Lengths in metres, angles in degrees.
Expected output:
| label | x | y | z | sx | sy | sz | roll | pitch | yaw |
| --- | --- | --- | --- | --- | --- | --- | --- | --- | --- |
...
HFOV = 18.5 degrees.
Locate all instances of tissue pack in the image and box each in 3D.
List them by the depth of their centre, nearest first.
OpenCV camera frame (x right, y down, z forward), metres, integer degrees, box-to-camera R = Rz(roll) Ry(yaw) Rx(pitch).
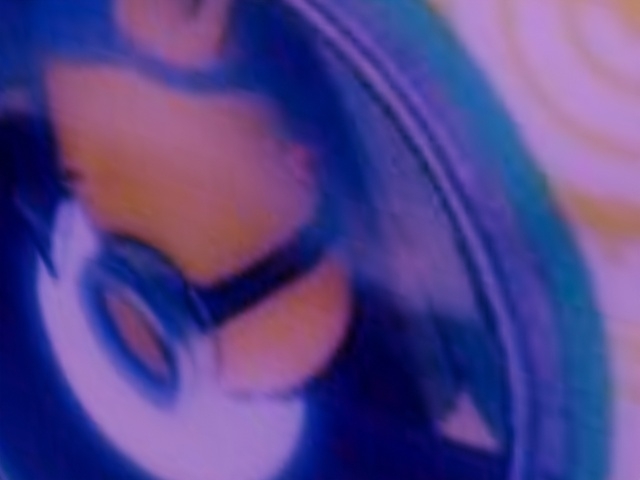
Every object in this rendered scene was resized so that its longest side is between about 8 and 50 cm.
| label | x | y | z | sx | sy | sz | roll | pitch | yaw |
| --- | --- | --- | --- | --- | --- | --- | --- | --- | --- |
| tissue pack | 0.000 | 0.000 | 0.461 | 0.287 | 0.162 | 0.388 | 21 | 124 | 29 |
